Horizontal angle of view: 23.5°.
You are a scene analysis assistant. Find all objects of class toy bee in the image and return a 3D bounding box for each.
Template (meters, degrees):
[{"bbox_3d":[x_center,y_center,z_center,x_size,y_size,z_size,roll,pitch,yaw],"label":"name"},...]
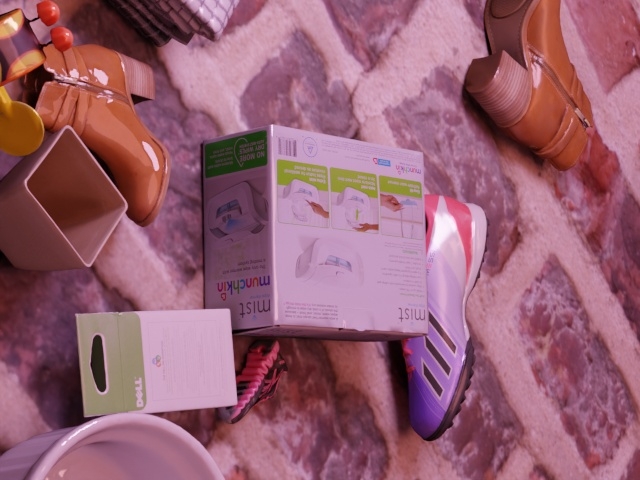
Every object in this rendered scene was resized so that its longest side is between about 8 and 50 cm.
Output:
[{"bbox_3d":[-0.301,-0.157,1.395,0.162,0.298,0.195,-26,128,-5],"label":"toy bee"}]

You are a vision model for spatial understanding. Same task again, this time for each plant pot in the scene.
[{"bbox_3d":[-0.277,-0.032,1.541,0.109,0.096,0.109,56,35,-24],"label":"plant pot"}]

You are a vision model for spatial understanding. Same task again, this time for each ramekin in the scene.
[{"bbox_3d":[-0.225,0.311,1.519,0.277,0.135,0.277,10,76,-44],"label":"ramekin"}]

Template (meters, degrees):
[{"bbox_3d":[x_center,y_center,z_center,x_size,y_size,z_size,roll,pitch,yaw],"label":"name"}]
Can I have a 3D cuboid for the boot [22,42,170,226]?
[{"bbox_3d":[-0.242,-0.113,1.622,0.152,0.073,0.197,7,66,-46],"label":"boot"}]

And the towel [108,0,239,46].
[{"bbox_3d":[-0.190,-0.376,1.686,0.283,0.121,0.235,43,54,-30],"label":"towel"}]

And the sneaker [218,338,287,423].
[{"bbox_3d":[-0.073,0.171,1.766,0.119,0.047,0.057,-56,133,-34],"label":"sneaker"}]

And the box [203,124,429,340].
[{"bbox_3d":[0.000,0.000,1.804,0.262,0.127,0.231,5,80,-45],"label":"box"}]

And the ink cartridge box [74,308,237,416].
[{"bbox_3d":[-0.188,0.130,1.638,0.209,0.062,0.109,1,83,-45],"label":"ink cartridge box"}]

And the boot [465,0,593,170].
[{"bbox_3d":[0.332,-0.259,2.193,0.220,0.109,0.283,37,61,-34],"label":"boot"}]

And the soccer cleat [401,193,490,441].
[{"bbox_3d":[0.134,0.094,1.957,0.116,0.108,0.318,16,73,-21],"label":"soccer cleat"}]
